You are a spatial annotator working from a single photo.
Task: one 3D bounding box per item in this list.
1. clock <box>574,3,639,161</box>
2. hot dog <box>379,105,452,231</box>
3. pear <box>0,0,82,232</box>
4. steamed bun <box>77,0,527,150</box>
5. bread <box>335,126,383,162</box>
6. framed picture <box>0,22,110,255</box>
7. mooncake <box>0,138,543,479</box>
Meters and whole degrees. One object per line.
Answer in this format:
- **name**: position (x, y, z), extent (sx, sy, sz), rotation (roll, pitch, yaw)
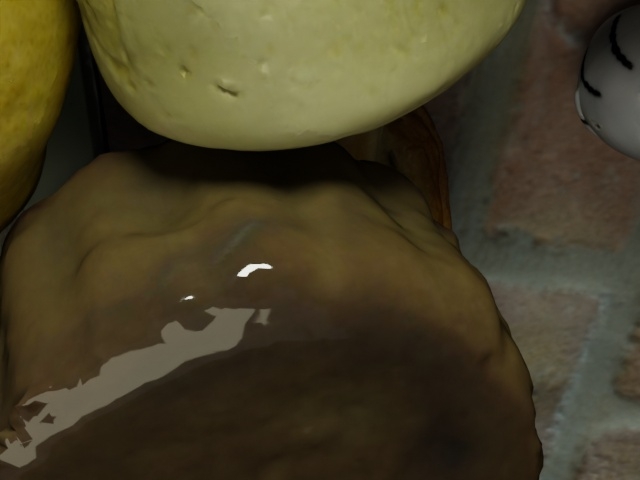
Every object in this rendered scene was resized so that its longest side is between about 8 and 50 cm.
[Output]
- **clock**: position (0.223, -0.123, 0.881), extent (0.176, 0.080, 0.117), rotation (-31, 126, 27)
- **hot dog**: position (0.000, -0.003, 0.982), extent (0.175, 0.114, 0.259), rotation (-5, 120, 9)
- **pear**: position (-0.281, -0.108, 0.762), extent (0.314, 0.314, 0.314), rotation (1, 134, 1)
- **steamed bun**: position (0.002, -0.170, 0.712), extent (0.273, 0.166, 0.232), rotation (-32, 138, -31)
- **bread**: position (-0.004, -0.062, 0.865), extent (0.083, 0.035, 0.070), rotation (1, 119, -6)
- **framed picture**: position (-0.248, -0.011, 0.941), extent (0.244, 0.013, 0.324), rotation (-5, 103, 7)
- **mooncake**: position (-0.045, 0.091, 0.831), extent (0.324, 0.187, 0.324), rotation (-8, 128, -10)
